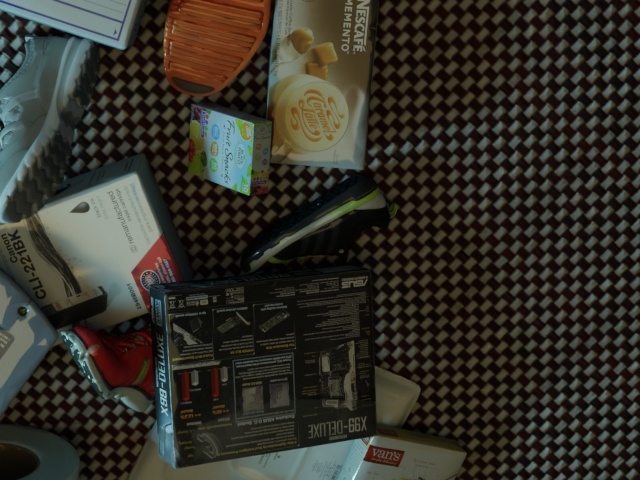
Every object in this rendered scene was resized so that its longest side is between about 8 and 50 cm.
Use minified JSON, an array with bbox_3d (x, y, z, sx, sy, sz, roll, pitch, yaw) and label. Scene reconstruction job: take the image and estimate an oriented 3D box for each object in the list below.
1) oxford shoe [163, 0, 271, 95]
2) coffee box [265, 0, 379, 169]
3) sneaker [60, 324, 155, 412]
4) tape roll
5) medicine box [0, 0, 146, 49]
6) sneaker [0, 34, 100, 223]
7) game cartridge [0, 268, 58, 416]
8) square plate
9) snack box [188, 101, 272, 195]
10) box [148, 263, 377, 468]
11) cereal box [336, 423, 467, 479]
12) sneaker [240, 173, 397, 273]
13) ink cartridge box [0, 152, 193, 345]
[{"bbox_3d":[-0.119,-0.358,1.779,0.130,0.133,0.364,15,124,-14],"label":"oxford shoe"},{"bbox_3d":[-0.001,-0.229,1.823,0.141,0.098,0.247,5,107,-3],"label":"coffee box"},{"bbox_3d":[-0.265,0.152,1.862,0.118,0.279,0.107,-38,72,1],"label":"sneaker"},{"bbox_3d":[-0.467,0.387,1.918,0.246,0.246,0.169,4,107,-3],"label":"tape roll"},{"bbox_3d":[-0.326,-0.419,1.715,0.263,0.149,0.289,18,97,-7],"label":"medicine box"},{"bbox_3d":[-0.391,-0.151,1.800,0.115,0.105,0.281,14,66,10],"label":"sneaker"},{"bbox_3d":[-0.506,0.098,1.775,0.297,0.062,0.198,38,80,-18],"label":"game cartridge"},{"bbox_3d":[-0.074,0.304,2.006,0.344,0.049,0.347,24,105,-8],"label":"square plate"},{"bbox_3d":[-0.125,-0.127,1.834,0.037,0.141,0.100,-12,113,-40],"label":"snack box"},{"bbox_3d":[-0.074,0.168,1.860,0.307,0.076,0.243,-6,98,-23],"label":"box"},{"bbox_3d":[0.096,0.394,2.011,0.173,0.047,0.240,14,108,-29],"label":"cereal box"},{"bbox_3d":[0.000,0.000,1.899,0.234,0.084,0.097,-31,106,7],"label":"sneaker"},{"bbox_3d":[-0.340,0.023,1.879,0.272,0.114,0.197,-20,107,5],"label":"ink cartridge box"}]
